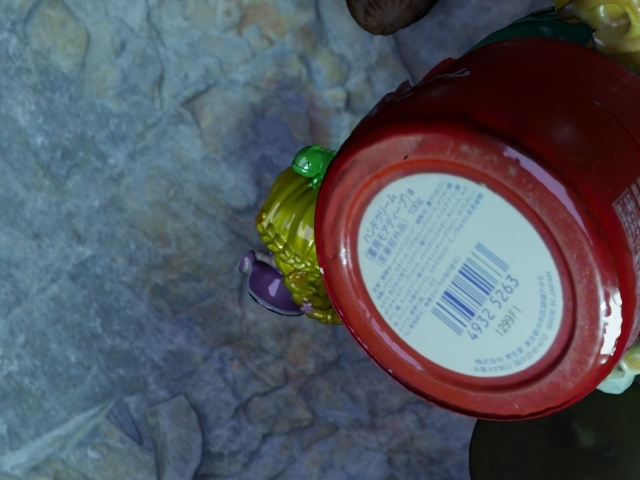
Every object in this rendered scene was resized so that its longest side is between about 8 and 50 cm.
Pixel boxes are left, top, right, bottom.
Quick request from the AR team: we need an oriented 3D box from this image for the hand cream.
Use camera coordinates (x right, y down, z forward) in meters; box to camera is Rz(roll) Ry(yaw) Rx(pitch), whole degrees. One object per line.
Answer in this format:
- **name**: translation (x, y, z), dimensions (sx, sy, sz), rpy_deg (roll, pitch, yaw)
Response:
- **hand cream**: translation (0.119, -0.007, 0.852), dimensions (0.230, 0.149, 0.230), rpy_deg (17, 125, 25)

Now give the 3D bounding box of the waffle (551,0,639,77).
- **waffle**: translation (0.266, -0.181, 0.798), dimensions (0.243, 0.059, 0.238), rpy_deg (15, 130, 9)

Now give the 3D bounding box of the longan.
- **longan**: translation (0.211, 0.185, 1.064), dimensions (0.187, 0.167, 0.168), rpy_deg (16, 114, 52)

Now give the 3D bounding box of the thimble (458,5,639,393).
- **thimble**: translation (0.205, -0.035, 1.004), dimensions (0.254, 0.167, 0.288), rpy_deg (-14, 98, 28)

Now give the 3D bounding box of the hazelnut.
- **hazelnut**: translation (0.061, -0.205, 1.068), dimensions (0.086, 0.086, 0.086), rpy_deg (7, 108, 22)

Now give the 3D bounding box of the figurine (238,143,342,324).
- **figurine**: translation (0.000, 0.000, 1.146), dimensions (0.115, 0.094, 0.156), rpy_deg (39, 121, 22)
